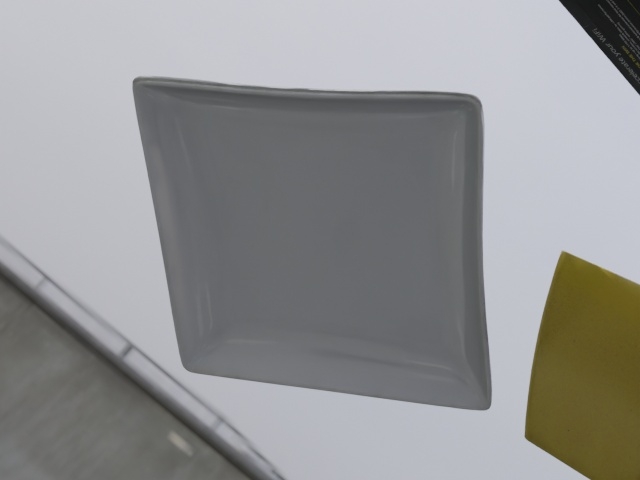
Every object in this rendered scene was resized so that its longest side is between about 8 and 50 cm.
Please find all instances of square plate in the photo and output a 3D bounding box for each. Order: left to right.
[{"bbox_3d":[0.000,0.000,1.204,0.344,0.049,0.347,5,-59,19],"label":"square plate"}]

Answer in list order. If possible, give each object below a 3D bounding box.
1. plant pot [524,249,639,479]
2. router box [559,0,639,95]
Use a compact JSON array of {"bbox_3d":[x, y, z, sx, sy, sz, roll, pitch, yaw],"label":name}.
[{"bbox_3d":[0.326,0.155,1.191,0.212,0.187,0.212,23,4,-44],"label":"plant pot"},{"bbox_3d":[0.243,-0.149,0.803,0.179,0.046,0.133,48,-26,-9],"label":"router box"}]
